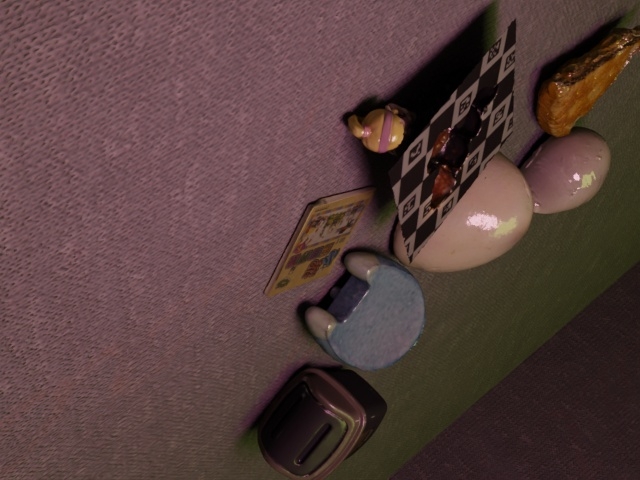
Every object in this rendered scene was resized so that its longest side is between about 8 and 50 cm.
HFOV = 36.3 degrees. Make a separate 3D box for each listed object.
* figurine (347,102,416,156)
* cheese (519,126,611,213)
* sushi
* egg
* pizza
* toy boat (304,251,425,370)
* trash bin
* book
[{"bbox_3d":[0.098,-0.165,1.442,0.083,0.083,0.187,-58,169,22],"label":"figurine"},{"bbox_3d":[0.518,-0.147,2.052,0.198,0.154,0.189,-26,151,-49],"label":"cheese"},{"bbox_3d":[0.195,-0.163,1.564,0.320,0.069,0.339,-51,157,-13],"label":"sushi"},{"bbox_3d":[0.276,-0.027,1.815,0.264,0.174,0.286,1,131,-55],"label":"egg"},{"bbox_3d":[0.527,-0.327,1.898,0.288,0.075,0.280,-42,161,-7],"label":"pizza"},{"bbox_3d":[0.077,0.126,1.831,0.215,0.123,0.330,-56,145,1],"label":"toy boat"},{"bbox_3d":[0.006,0.366,1.972,0.209,0.182,0.290,-53,162,11],"label":"trash bin"},{"bbox_3d":[0.000,0.000,1.586,0.168,0.013,0.192,-18,144,-49],"label":"book"}]
